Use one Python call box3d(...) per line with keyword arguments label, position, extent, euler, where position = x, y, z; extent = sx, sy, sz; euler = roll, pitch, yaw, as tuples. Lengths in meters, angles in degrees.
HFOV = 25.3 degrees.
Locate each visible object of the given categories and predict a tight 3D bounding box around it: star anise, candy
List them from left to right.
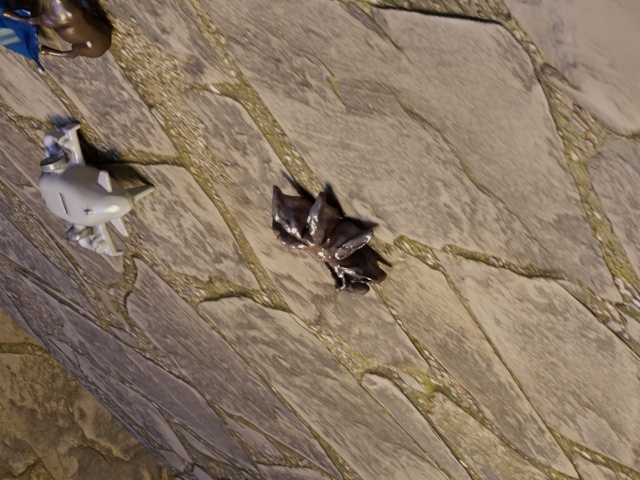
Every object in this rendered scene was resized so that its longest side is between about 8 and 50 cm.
box3d(label="candy", position=(-0.547, -0.395, 2.166), extent=(0.331, 0.077, 0.187), euler=(42, 164, 11))
box3d(label="star anise", position=(0.006, -0.004, 2.026), extent=(0.208, 0.063, 0.172), euler=(40, 156, 2))

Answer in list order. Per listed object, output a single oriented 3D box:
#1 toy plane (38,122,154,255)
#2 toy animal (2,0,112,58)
box3d(label="toy plane", position=(-0.398, -0.082, 2.452), extent=(0.252, 0.118, 0.252), euler=(33, 140, 33))
box3d(label="toy animal", position=(-0.354, -0.329, 1.976), extent=(0.186, 0.094, 0.214), euler=(14, 161, 37))
